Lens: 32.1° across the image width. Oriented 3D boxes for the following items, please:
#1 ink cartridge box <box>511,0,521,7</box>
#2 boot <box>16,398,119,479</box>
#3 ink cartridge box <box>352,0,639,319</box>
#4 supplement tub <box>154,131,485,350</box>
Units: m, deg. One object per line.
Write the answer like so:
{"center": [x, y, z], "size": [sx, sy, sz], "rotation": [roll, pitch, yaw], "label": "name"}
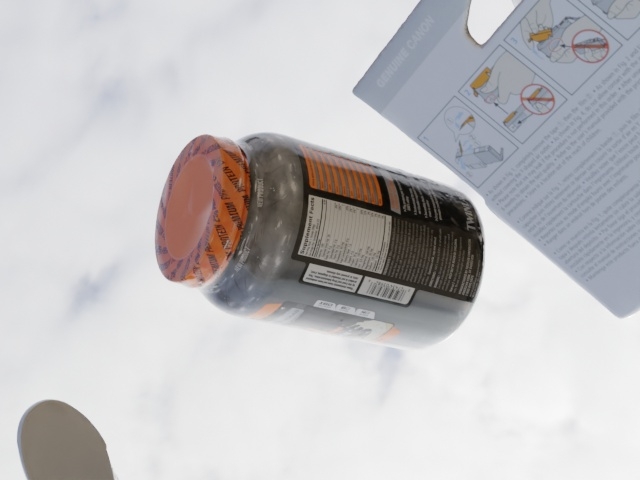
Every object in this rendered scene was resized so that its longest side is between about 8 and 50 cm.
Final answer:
{"center": [0.377, -0.308, 1.231], "size": [0.306, 0.131, 0.226], "rotation": [-20, -130, 4], "label": "ink cartridge box"}
{"center": [-0.272, 0.289, 1.252], "size": [0.095, 0.123, 0.258], "rotation": [-33, -76, -27], "label": "boot"}
{"center": [0.181, -0.103, 0.653], "size": [0.239, 0.275, 0.060], "rotation": [40, -132, -1], "label": "ink cartridge box"}
{"center": [0.000, 0.000, 1.170], "size": [0.316, 0.193, 0.193], "rotation": [15, -112, -29], "label": "supplement tub"}
